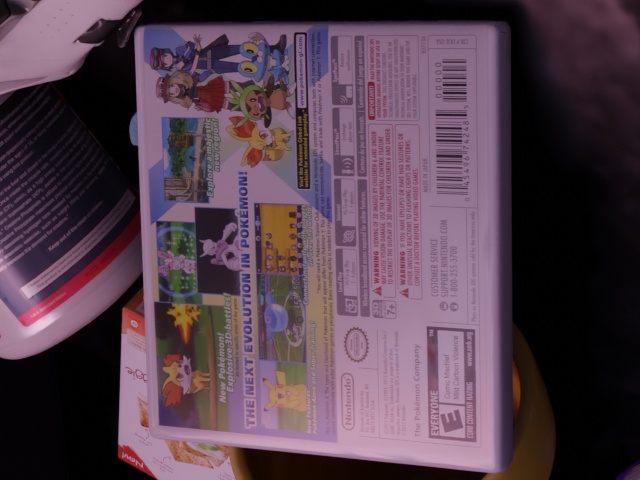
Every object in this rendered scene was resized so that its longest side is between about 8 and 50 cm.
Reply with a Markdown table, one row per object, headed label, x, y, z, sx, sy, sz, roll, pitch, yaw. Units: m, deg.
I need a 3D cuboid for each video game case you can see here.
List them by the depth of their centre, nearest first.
| label | x | y | z | sx | sy | sz | roll | pitch | yaw |
| --- | --- | --- | --- | --- | --- | --- | --- | --- | --- |
| video game case | 0.000 | 0.000 | 1.432 | 0.300 | 0.036 | 0.329 | 3 | 100 | 25 |

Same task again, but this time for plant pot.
| label | x | y | z | sx | sy | sz | roll | pitch | yaw |
| --- | --- | --- | --- | --- | --- | --- | --- | --- | --- |
| plant pot | 0.080 | 0.198 | 1.566 | 0.254 | 0.254 | 0.239 | 12 | 148 | 31 |

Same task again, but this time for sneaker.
| label | x | y | z | sx | sy | sz | roll | pitch | yaw |
| --- | --- | --- | --- | --- | --- | --- | --- | --- | --- |
| sneaker | -0.195 | -0.200 | 1.455 | 0.330 | 0.146 | 0.122 | -26 | 72 | 15 |

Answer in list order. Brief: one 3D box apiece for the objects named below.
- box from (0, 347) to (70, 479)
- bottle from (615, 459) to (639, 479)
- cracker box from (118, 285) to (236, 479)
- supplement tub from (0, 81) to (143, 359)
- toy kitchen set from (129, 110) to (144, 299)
| label | x | y | z | sx | sy | sz | roll | pitch | yaw |
| --- | --- | --- | --- | --- | --- | --- | --- | --- | --- |
| box | -0.506 | 0.331 | 1.973 | 0.472 | 0.297 | 0.480 | -4 | 94 | 40 |
| bottle | 0.288 | 0.226 | 1.525 | 0.118 | 0.092 | 0.283 | 43 | 142 | -5 |
| cracker box | -0.111 | 0.154 | 1.804 | 0.156 | 0.067 | 0.232 | 27 | 140 | 17 |
| supplement tub | -0.285 | -0.051 | 1.649 | 0.191 | 0.191 | 0.272 | -20 | 113 | 48 |
| toy kitchen set | -0.068 | -0.022 | 1.555 | 0.166 | 0.122 | 0.207 | 7 | 131 | 35 |
